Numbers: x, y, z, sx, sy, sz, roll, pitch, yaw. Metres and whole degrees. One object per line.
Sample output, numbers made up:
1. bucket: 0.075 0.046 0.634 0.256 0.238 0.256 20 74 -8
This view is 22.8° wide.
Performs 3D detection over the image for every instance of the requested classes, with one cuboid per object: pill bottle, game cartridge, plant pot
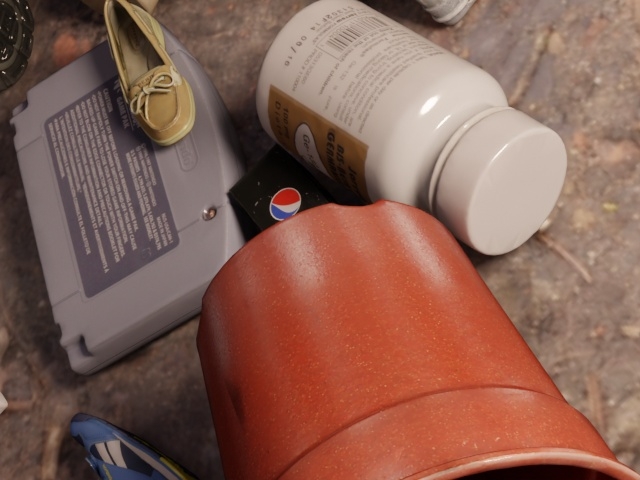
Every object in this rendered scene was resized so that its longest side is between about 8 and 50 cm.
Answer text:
1. pill bottle: 0.068 -0.084 1.197 0.229 0.131 0.131 35 88 38
2. game cartridge: -0.160 -0.048 1.369 0.196 0.060 0.294 -32 55 19
3. plant pot: 0.046 0.131 1.040 0.272 0.272 0.265 -35 45 12

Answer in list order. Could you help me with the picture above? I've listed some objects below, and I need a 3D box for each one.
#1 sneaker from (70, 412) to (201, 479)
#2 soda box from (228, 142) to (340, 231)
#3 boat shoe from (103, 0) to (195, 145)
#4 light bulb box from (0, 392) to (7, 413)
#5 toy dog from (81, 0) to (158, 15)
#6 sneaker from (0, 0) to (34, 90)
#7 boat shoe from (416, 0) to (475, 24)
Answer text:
1. sneaker: -0.155 0.183 1.251 0.144 0.053 0.059 28 85 39
2. soda box: 0.000 0.000 1.245 0.060 0.053 0.169 -44 53 5
3. boat shoe: -0.149 -0.145 1.347 0.056 0.048 0.153 -30 55 15
4. light bulb box: -0.525 0.153 1.297 0.361 0.358 0.225 -49 54 0
5. toy dog: -0.095 -0.292 1.379 0.333 0.161 0.220 -12 62 26
6. sneaker: -0.335 -0.279 1.559 0.130 0.109 0.286 -1 64 37
7. boat shoe: 0.161 -0.326 1.292 0.320 0.103 0.118 -55 33 -10
